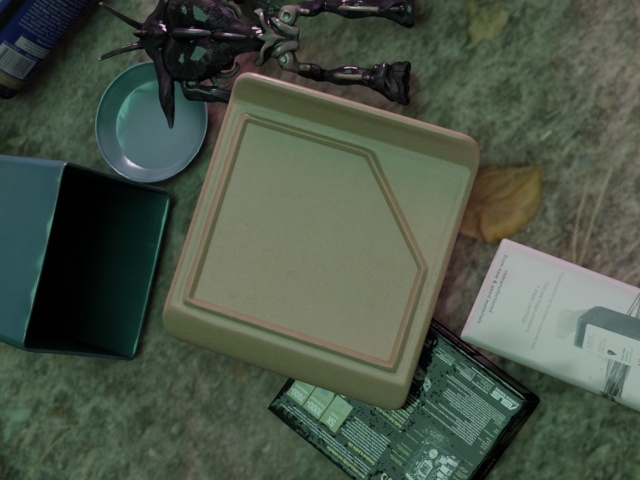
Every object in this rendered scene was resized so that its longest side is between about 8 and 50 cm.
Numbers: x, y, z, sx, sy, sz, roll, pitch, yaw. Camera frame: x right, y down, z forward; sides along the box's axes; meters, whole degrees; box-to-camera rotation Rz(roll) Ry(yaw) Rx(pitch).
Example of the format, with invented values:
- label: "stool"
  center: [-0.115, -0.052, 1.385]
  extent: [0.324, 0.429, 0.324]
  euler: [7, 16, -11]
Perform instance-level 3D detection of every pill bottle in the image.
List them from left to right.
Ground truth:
- label: "pill bottle"
  center: [-0.284, -0.255, 1.271]
  extent: [0.123, 0.123, 0.219]
  euler: [42, 97, 17]

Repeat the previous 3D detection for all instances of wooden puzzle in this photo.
- label: "wooden puzzle"
  center: [0.000, 0.000, 1.105]
  extent: [0.221, 0.044, 0.239]
  euler: [17, 94, 11]

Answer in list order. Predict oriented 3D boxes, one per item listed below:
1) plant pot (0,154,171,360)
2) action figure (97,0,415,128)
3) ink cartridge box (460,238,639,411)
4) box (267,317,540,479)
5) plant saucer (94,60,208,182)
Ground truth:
- label: "plant pot"
  center: [-0.295, 0.003, 1.233]
  extent: [0.234, 0.165, 0.166]
  euler: [12, 88, 29]
- label: "action figure"
  center: [-0.055, -0.175, 1.183]
  extent: [0.275, 0.141, 0.164]
  euler: [3, 87, 3]
- label: "ink cartridge box"
  center: [0.240, 0.083, 1.046]
  extent: [0.217, 0.158, 0.092]
  euler: [23, 91, 18]
- label: "box"
  center: [0.073, 0.142, 1.136]
  extent: [0.180, 0.077, 0.147]
  euler: [36, 95, 18]
- label: "plant saucer"
  center: [-0.161, -0.113, 1.269]
  extent: [0.119, 0.021, 0.119]
  euler: [-2, 83, 17]
